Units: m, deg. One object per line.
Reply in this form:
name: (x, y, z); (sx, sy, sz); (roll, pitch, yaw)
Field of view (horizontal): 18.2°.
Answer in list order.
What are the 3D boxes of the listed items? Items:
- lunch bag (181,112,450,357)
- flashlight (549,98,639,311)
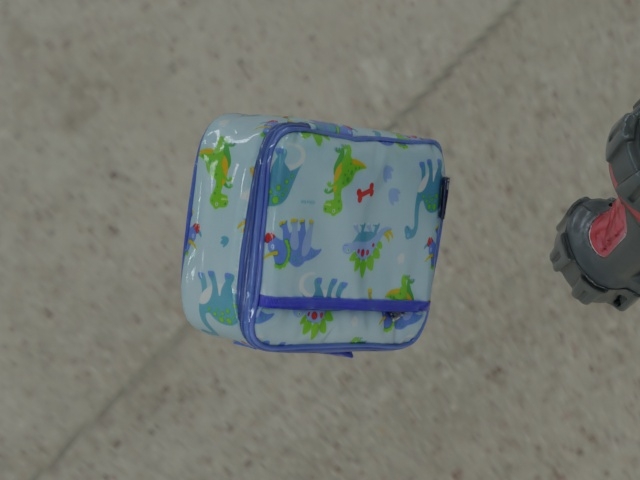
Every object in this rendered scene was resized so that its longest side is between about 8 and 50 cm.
lunch bag: (0.000, 0.000, 1.472); (0.090, 0.219, 0.176); (11, 93, 40)
flashlight: (0.250, -0.031, 1.602); (0.103, 0.304, 0.103); (11, 74, -5)
